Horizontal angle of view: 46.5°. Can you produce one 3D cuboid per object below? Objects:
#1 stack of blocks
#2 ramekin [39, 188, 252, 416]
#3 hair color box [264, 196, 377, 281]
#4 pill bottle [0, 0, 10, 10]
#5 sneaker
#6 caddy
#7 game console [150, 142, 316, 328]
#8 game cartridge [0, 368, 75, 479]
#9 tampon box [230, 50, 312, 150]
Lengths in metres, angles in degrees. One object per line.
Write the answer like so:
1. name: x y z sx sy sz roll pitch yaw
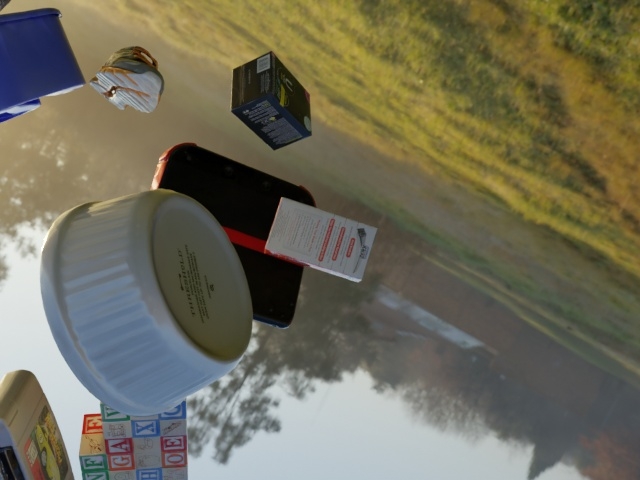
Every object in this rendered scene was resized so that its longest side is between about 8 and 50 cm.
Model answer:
1. stack of blocks: -0.305 0.329 1.229 0.171 0.297 0.087 -1 -141 -10
2. ramekin: -0.189 0.063 0.889 0.273 0.127 0.273 54 -156 -37
3. hair color box: 0.000 0.000 1.234 0.167 0.093 0.053 18 170 -2
4. pill bottle: -0.621 -0.455 1.377 0.078 0.137 0.078 16 145 11
5. sneaker: -0.264 -0.236 1.048 0.084 0.083 0.215 43 168 -31
6. caddy: -0.544 -0.283 1.195 0.179 0.241 0.341 66 -155 -14
7. game console: -0.203 -0.014 1.657 0.386 0.342 0.060 20 161 -22
8. game cartridge: -0.493 0.381 1.282 0.060 0.294 0.196 -14 -162 -6
9. tampon box: -0.101 -0.292 1.573 0.101 0.120 0.161 -18 146 25
